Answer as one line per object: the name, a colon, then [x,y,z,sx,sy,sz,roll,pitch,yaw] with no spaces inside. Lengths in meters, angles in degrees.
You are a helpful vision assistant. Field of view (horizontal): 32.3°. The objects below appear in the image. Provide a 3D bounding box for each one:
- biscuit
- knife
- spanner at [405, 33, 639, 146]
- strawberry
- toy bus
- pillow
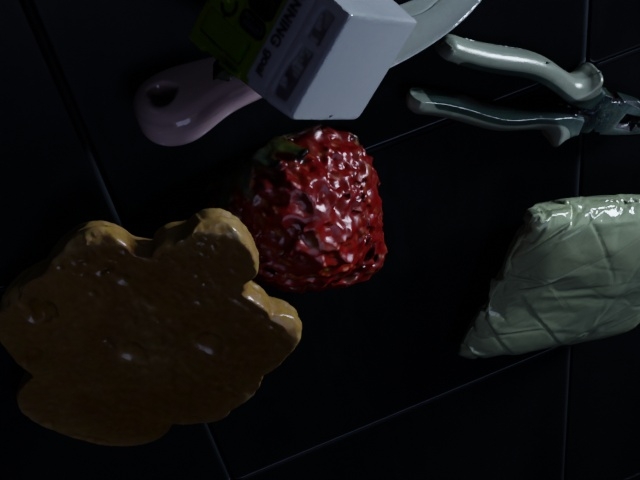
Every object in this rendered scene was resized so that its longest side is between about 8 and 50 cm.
biscuit: [-0.177,0.087,1.089,0.269,0.051,0.376,24,132,-23]
knife: [0.001,-0.160,0.953,0.336,0.081,0.043,-22,143,-7]
spanner: [0.233,-0.145,1.130,0.325,0.040,0.095,7,130,-33]
strawberry: [0.000,0.000,1.100,0.190,0.111,0.236,-40,139,10]
toy bus: [0.024,-0.239,0.819,0.113,0.139,0.301,-9,138,-51]
pillow: [0.322,0.036,1.348,0.275,0.076,0.280,-7,142,-20]
